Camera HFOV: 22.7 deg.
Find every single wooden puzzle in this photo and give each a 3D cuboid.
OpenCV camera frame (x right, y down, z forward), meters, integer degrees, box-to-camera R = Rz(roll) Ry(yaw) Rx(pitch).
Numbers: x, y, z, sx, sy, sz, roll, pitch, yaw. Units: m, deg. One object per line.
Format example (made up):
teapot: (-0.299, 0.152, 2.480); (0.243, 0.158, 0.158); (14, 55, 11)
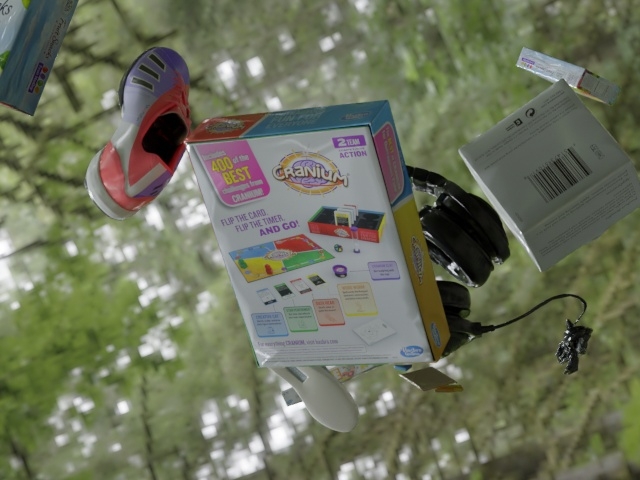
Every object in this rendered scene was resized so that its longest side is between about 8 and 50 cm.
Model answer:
wooden puzzle: (0.170, 0.221, 2.519); (0.116, 0.078, 0.014); (-143, 53, -60)

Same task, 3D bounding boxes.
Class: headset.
headset: (0.160, 0.058, 2.049); (0.185, 0.394, 0.243); (69, -136, -72)

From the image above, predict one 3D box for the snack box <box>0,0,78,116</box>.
snack box: (-0.390, -0.255, 1.905); (0.070, 0.207, 0.175); (24, -92, -46)

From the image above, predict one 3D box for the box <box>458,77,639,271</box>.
box: (0.319, -0.090, 2.189); (0.182, 0.181, 0.119); (57, -178, 36)

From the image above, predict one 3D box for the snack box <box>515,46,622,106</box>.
snack box: (0.394, -0.261, 2.528); (0.100, 0.037, 0.141); (19, -173, -43)

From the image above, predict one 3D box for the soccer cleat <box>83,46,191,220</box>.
soccer cleat: (-0.203, -0.154, 2.033); (0.108, 0.116, 0.318); (47, -147, -25)

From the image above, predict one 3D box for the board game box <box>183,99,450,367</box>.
board game box: (0.000, 0.000, 1.870); (0.064, 0.242, 0.317); (-55, -45, -53)

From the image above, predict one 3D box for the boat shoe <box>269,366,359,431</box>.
boat shoe: (-0.013, 0.195, 2.261); (0.184, 0.066, 0.063); (38, -158, 6)

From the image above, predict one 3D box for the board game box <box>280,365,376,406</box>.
board game box: (0.023, 0.214, 2.500); (0.026, 0.154, 0.103); (66, -166, 7)
